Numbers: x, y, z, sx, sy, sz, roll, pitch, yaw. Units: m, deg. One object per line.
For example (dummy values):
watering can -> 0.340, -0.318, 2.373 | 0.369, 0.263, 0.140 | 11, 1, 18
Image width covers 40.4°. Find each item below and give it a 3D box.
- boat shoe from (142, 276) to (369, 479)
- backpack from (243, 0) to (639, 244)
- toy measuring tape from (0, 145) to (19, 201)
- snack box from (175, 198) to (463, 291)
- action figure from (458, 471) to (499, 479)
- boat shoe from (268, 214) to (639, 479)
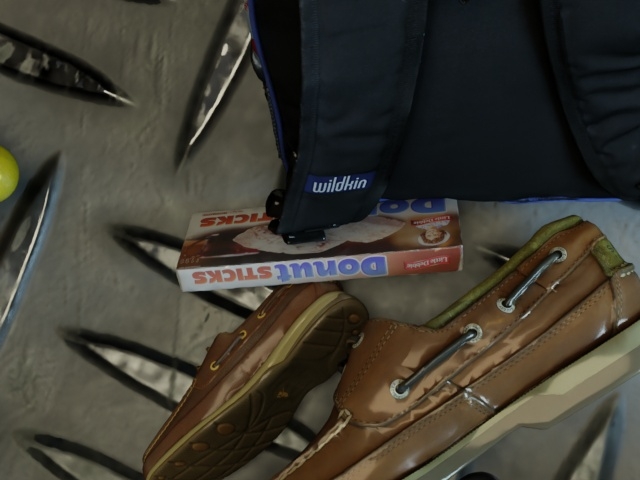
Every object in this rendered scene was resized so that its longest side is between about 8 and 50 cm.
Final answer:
boat shoe -> -0.048, 0.090, 0.561 | 0.178, 0.064, 0.060 | -45, 50, 0
backpack -> 0.082, -0.139, 0.458 | 0.276, 0.263, 0.213 | -6, 65, 6
toy measuring tape -> -0.357, -0.011, 0.579 | 0.330, 0.121, 0.121 | -9, 83, 10
snack box -> 0.000, 0.000, 0.558 | 0.178, 0.064, 0.022 | -5, 125, 7
action figure -> 0.096, 0.257, 0.434 | 0.164, 0.141, 0.276 | -18, 115, 23
boat shoe -> 0.056, 0.097, 0.526 | 0.307, 0.111, 0.104 | -30, 77, -5
